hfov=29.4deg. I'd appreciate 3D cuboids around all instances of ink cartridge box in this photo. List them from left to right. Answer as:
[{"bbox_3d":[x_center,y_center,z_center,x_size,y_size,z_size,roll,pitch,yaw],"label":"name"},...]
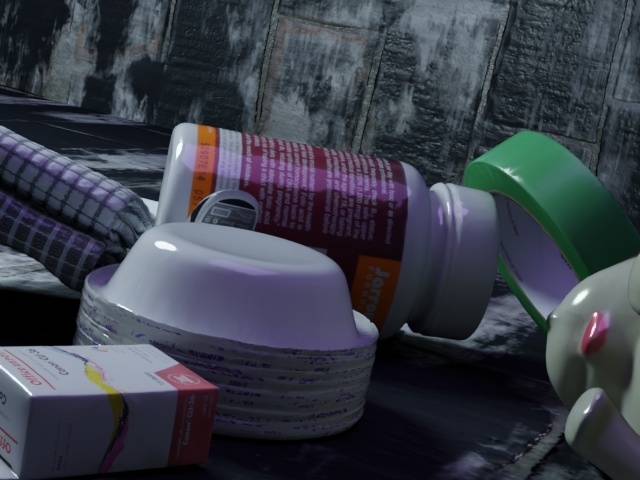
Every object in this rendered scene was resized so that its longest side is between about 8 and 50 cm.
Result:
[{"bbox_3d":[-0.192,0.126,0.925,0.198,0.067,0.115,2,13,-39],"label":"ink cartridge box"}]

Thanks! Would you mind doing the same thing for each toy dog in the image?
[{"bbox_3d":[0.376,0.121,1.032,0.395,0.284,0.408,5,9,-40],"label":"toy dog"}]

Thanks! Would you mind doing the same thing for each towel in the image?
[{"bbox_3d":[-0.314,-0.035,1.299,0.235,0.121,0.283,26,-6,-1],"label":"towel"}]

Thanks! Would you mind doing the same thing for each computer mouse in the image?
[{"bbox_3d":[-0.125,0.016,1.303,0.106,0.193,0.042,14,30,-30],"label":"computer mouse"}]

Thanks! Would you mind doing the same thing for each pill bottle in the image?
[{"bbox_3d":[0.000,0.000,1.466,0.392,0.224,0.224,9,9,-9],"label":"pill bottle"}]

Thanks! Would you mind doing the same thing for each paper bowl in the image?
[{"bbox_3d":[-0.084,0.073,1.153,0.284,0.148,0.284,13,9,-2],"label":"paper bowl"}]

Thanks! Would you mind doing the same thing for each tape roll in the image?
[{"bbox_3d":[0.300,0.021,1.498,0.077,0.321,0.321,-32,20,-9],"label":"tape roll"}]

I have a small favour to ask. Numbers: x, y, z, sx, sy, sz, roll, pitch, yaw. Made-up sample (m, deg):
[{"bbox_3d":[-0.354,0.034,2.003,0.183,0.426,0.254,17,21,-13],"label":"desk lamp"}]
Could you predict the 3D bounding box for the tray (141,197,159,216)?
[{"bbox_3d":[-0.231,-0.029,1.973,0.270,0.030,0.145,14,10,12],"label":"tray"}]
